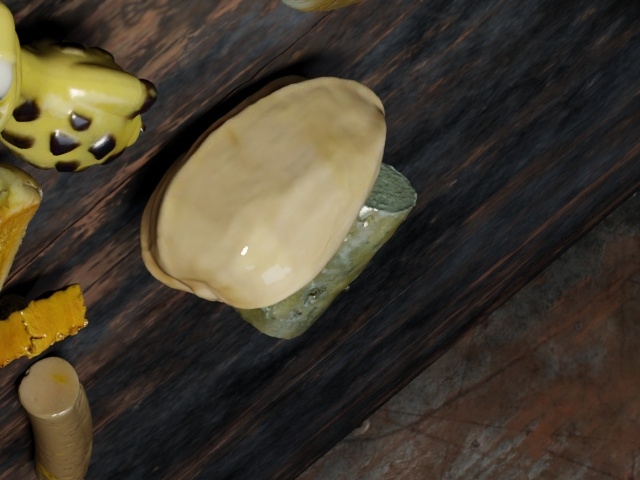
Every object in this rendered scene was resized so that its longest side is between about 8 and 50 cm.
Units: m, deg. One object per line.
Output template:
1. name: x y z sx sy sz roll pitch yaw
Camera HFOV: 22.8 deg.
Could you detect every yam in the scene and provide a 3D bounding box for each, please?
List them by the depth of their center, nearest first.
1. yam: 0.000 0.000 1.565 0.194 0.107 0.107 -48 164 24

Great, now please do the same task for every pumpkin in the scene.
1. pumpkin: -0.235 0.066 1.253 0.083 0.054 0.074 -25 -176 33

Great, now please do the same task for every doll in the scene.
1. doll: -0.176 -0.089 0.870 0.117 0.086 0.291 -13 170 14

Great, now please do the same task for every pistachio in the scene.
1. pistachio: -0.044 -0.043 1.264 0.229 0.157 0.157 -48 170 -26

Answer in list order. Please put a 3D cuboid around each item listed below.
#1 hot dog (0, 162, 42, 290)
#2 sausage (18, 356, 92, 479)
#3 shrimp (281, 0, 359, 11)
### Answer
1. hot dog: -0.266 0.051 1.106 0.289 0.068 0.083 -59 -179 41
2. sausage: -0.256 0.189 1.559 0.066 0.066 0.301 -36 167 -19
3. shrimp: 0.044 -0.222 1.075 0.185 0.068 0.287 -31 165 -28
